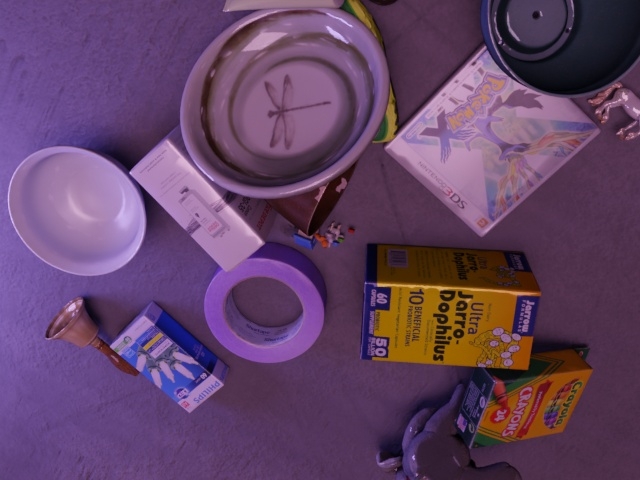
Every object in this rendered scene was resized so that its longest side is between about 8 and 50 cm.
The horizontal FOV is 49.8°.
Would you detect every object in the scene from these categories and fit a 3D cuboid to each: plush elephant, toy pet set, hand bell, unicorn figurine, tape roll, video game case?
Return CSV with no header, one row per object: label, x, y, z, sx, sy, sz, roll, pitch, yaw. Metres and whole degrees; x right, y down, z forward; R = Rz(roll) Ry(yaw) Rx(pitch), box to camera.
plush elephant,0.279,0.562,1.676,0.330,0.255,0.272,-26,68,-17
toy pet set,0.000,0.000,1.506,0.114,0.122,0.065,22,112,15
hand bell,-0.538,0.261,1.693,0.126,0.126,0.242,-33,119,18
unicorn figurine,0.621,-0.253,1.360,0.162,0.060,0.111,40,101,-6
tape roll,-0.125,0.145,1.596,0.275,0.090,0.275,2,114,4
video game case,0.348,-0.211,1.420,0.300,0.036,0.329,40,111,-12

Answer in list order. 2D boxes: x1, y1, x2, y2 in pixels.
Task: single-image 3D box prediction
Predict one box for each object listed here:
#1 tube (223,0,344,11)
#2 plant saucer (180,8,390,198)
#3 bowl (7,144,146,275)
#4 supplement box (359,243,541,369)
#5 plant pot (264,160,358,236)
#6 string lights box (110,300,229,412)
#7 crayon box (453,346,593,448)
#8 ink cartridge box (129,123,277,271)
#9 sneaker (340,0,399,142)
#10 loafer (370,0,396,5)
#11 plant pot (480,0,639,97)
tube,-0.070,-0.467,1.285,0.240,0.070,0.062,10,127,25
plant saucer,-0.061,-0.251,1.289,0.400,0.100,0.400,-5,71,15
bowl,-0.508,-0.082,1.505,0.298,0.134,0.298,2,114,4
supplement box,0.269,0.140,1.498,0.356,0.195,0.194,3,114,4
plant pot,-0.068,-0.157,1.410,0.230,0.215,0.215,30,114,9
string lights box,-0.365,0.287,1.688,0.133,0.077,0.260,-41,105,19
crayon box,0.479,0.352,1.563,0.318,0.081,0.202,-3,122,-23
ink cartridge box,-0.227,-0.104,1.429,0.117,0.207,0.283,-36,107,21
sneaker,0.075,-0.327,1.354,0.123,0.109,0.295,-11,112,9
loafer,0.076,-0.531,1.269,0.080,0.078,0.220,-39,105,1
plant pot,0.410,-0.405,1.222,0.293,0.196,0.293,-1,104,-4
